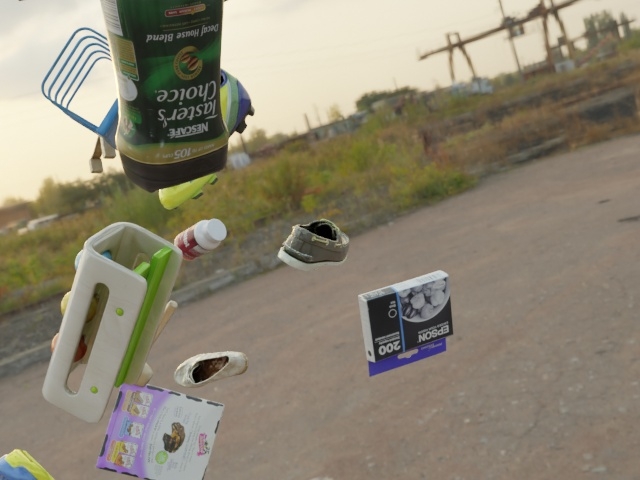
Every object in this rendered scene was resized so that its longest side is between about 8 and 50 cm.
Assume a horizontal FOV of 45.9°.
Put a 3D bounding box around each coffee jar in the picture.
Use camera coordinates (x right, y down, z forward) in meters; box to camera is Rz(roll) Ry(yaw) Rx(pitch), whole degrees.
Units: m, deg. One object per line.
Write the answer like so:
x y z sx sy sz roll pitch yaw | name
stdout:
-0.128 -0.135 0.640 0.096 0.184 0.079 -25 41 -35 | coffee jar

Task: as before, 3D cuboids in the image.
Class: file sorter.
-0.305 -0.210 1.055 0.118 0.105 0.170 -60 7 -4 | file sorter

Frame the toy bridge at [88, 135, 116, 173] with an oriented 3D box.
-0.430 -0.196 1.526 0.026 0.063 0.188 -3 -15 -37 | toy bridge

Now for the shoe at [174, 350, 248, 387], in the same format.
-0.269 0.299 1.770 0.219 0.076 0.058 -19 -18 30 | shoe

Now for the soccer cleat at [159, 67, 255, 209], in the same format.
-0.206 -0.172 1.241 0.093 0.121 0.289 -13 41 39 | soccer cleat

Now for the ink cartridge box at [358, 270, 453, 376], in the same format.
0.194 0.190 1.665 0.206 0.208 0.045 -16 22 -19 | ink cartridge box

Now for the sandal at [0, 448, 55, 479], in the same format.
-0.505 0.501 1.311 0.138 0.317 0.126 -30 38 -35 | sandal

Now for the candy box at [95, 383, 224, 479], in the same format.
-0.296 0.361 1.407 0.196 0.164 0.070 18 -13 -10 | candy box

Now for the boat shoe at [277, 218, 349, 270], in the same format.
0.004 0.002 1.794 0.109 0.091 0.305 30 16 18 | boat shoe

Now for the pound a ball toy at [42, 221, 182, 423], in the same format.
-0.321 0.123 1.170 0.136 0.319 0.208 27 26 5 | pound a ball toy

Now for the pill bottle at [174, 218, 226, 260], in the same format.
-0.332 -0.005 2.100 0.152 0.086 0.086 -26 -1 41 | pill bottle
